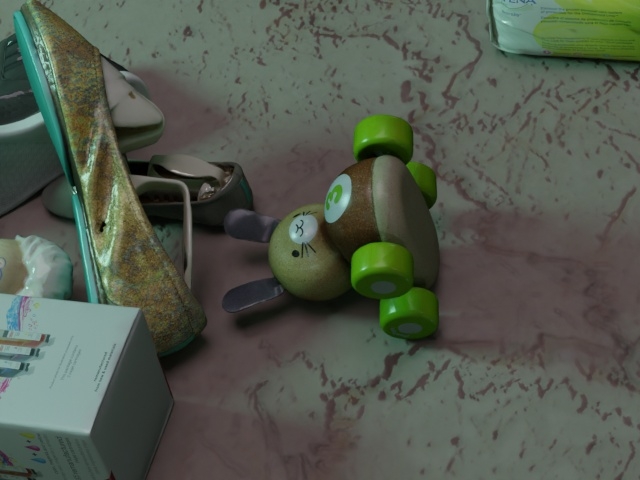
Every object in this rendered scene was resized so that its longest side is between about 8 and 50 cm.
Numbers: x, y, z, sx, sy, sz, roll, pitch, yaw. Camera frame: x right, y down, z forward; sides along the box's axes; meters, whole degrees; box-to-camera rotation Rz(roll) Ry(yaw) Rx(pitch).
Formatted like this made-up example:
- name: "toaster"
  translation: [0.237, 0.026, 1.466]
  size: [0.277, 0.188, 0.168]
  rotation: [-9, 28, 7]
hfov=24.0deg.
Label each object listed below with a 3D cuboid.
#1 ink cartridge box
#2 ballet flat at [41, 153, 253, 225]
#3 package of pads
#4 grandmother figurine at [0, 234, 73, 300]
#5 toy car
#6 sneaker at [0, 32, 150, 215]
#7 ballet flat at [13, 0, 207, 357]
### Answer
- name: "ink cartridge box"
  translation: [-0.231, 0.131, 1.220]
  size: [0.176, 0.128, 0.127]
  rotation: [6, 51, 16]
- name: "ballet flat"
  translation: [-0.168, -0.057, 1.413]
  size: [0.213, 0.068, 0.072]
  rotation: [4, 50, 14]
- name: "package of pads"
  translation: [0.326, -0.277, 1.496]
  size: [0.296, 0.101, 0.229]
  rotation: [6, 49, 16]
- name: "grandmother figurine"
  translation: [-0.387, 0.015, 1.334]
  size: [0.342, 0.208, 0.104]
  rotation: [11, 10, 3]
- name: "toy car"
  translation: [0.000, 0.000, 1.297]
  size: [0.188, 0.149, 0.155]
  rotation: [-9, 58, 17]
- name: "sneaker"
  translation: [-0.327, -0.113, 1.476]
  size: [0.295, 0.105, 0.147]
  rotation: [-28, 47, -20]
- name: "ballet flat"
  translation: [-0.180, -0.060, 1.333]
  size: [0.123, 0.123, 0.349]
  rotation: [-16, 75, -4]
